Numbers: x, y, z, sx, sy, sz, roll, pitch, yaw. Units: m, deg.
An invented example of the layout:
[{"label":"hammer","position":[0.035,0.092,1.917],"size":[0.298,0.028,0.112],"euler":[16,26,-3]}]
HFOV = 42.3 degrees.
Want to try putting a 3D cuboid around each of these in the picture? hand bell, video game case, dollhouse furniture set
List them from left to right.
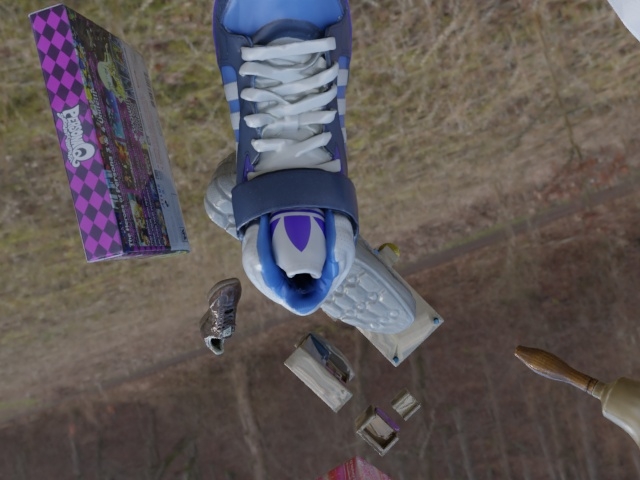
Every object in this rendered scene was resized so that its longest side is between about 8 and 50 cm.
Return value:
[{"label":"video game case","position":[-0.201,-0.094,0.828],"size":[0.042,0.232,0.210],"euler":[-14,179,7]},{"label":"dollhouse furniture set","position":[0.124,0.194,1.625],"size":[0.303,0.286,0.198],"euler":[-47,179,6]},{"label":"hand bell","position":[0.404,0.219,1.255],"size":[0.242,0.126,0.126],"euler":[23,-159,34]}]

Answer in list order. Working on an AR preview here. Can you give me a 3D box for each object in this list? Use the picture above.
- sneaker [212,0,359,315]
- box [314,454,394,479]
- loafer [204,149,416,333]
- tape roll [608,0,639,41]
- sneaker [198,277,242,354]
[{"label":"sneaker","position":[-0.018,-0.085,0.728],"size":[0.130,0.236,0.323],"euler":[-6,135,-10]},{"label":"box","position":[0.069,0.548,1.419],"size":[0.154,0.300,0.142],"euler":[-35,125,20]},{"label":"loafer","position":[0.000,0.000,1.047],"size":[0.112,0.319,0.111],"euler":[-36,-158,37]},{"label":"tape roll","position":[0.372,-0.288,0.816],"size":[0.286,0.286,0.100],"euler":[-13,164,-42]},{"label":"sneaker","position":[-0.174,0.140,1.526],"size":[0.066,0.071,0.188],"euler":[-15,152,-29]}]
